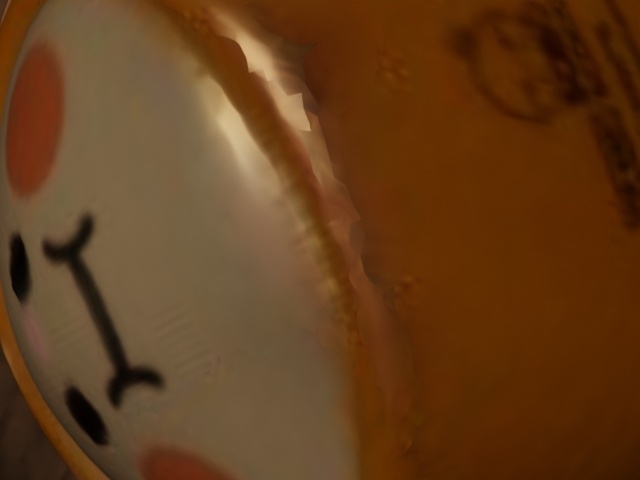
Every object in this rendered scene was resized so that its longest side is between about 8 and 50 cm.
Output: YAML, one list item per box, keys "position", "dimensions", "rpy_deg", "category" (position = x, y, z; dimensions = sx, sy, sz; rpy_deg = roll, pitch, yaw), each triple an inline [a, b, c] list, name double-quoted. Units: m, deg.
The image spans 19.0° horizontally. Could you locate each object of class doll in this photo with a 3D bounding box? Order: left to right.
- position: [0.000, 0.000, 0.510]
  dimensions: [0.236, 0.213, 0.213]
  rpy_deg: [-24, 78, 56]
  category: "doll"
